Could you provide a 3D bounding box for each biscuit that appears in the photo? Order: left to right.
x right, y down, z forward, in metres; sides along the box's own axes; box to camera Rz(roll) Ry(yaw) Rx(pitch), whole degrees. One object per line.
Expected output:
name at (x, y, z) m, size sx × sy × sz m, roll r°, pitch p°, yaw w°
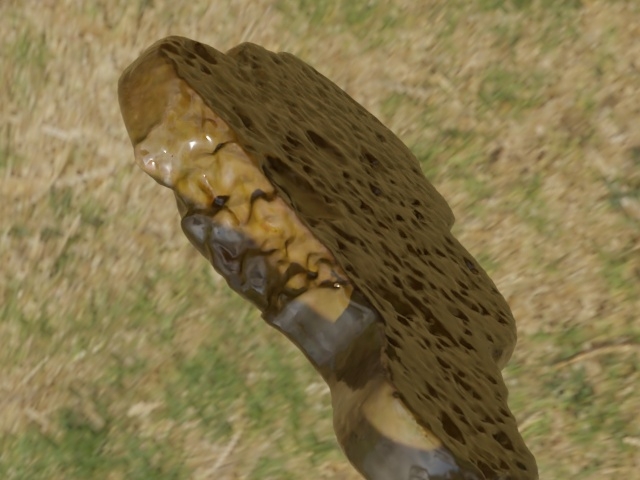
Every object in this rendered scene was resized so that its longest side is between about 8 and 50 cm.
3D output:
biscuit at (0.007, 0.007, 0.733) m, size 0.183 × 0.320 × 0.047 m, roll 27°, pitch 110°, yaw -34°
